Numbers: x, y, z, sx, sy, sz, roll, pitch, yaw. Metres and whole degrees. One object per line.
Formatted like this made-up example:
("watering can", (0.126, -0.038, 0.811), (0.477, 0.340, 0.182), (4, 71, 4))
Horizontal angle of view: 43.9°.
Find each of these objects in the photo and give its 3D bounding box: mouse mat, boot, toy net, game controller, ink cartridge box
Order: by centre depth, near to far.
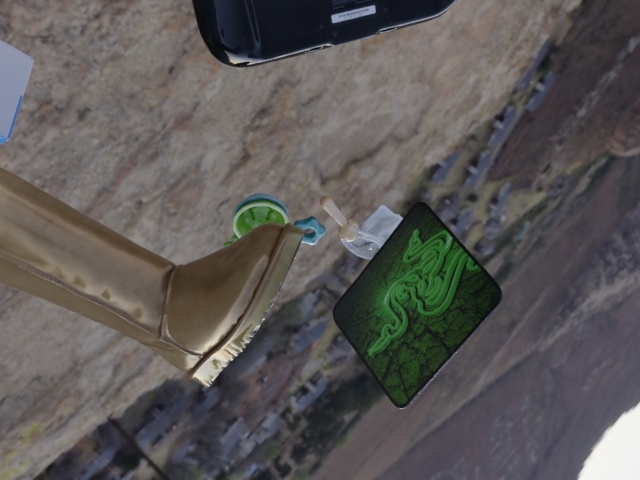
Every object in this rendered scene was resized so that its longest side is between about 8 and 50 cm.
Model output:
("boot", (-0.176, 0.011, 0.686), (0.236, 0.269, 0.089), (-52, -168, 41))
("game controller", (0.016, -0.281, 0.791), (0.319, 0.067, 0.167), (-21, 121, -26))
("mouse mat", (0.099, 0.072, 0.877), (0.007, 0.153, 0.190), (5, 129, -49))
("toy net", (0.000, 0.000, 0.996), (0.045, 0.232, 0.122), (-97, -160, -50))
("ink cartridge box", (-0.549, -0.210, 1.232), (0.086, 0.203, 0.148), (29, 58, -43))
